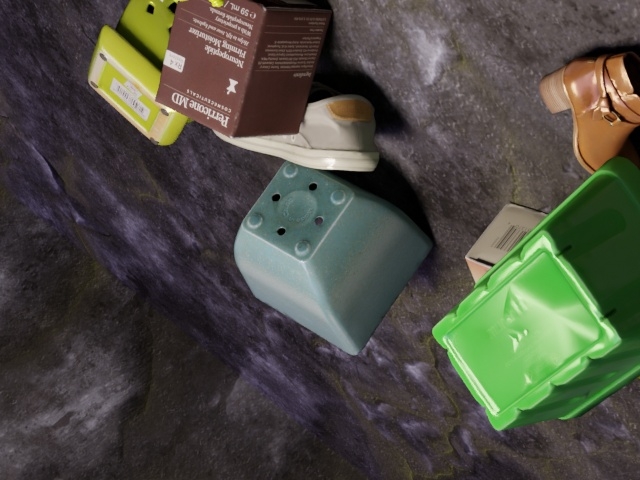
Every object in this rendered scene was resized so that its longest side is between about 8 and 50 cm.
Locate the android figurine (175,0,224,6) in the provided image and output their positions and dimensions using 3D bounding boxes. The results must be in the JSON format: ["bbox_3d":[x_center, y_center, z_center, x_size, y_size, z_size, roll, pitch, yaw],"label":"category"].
[{"bbox_3d":[-0.203,-0.416,1.736,0.056,0.248,0.273,-25,120,24],"label":"android figurine"}]

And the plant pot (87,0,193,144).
[{"bbox_3d":[-0.257,-0.303,2.298,0.228,0.207,0.227,42,158,-3],"label":"plant pot"}]

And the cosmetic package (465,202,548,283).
[{"bbox_3d":[0.353,0.100,2.130,0.153,0.129,0.296,19,149,42],"label":"cosmetic package"}]

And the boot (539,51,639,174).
[{"bbox_3d":[0.378,-0.149,1.712,0.197,0.073,0.152,45,152,-20],"label":"boot"}]

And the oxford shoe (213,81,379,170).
[{"bbox_3d":[-0.041,-0.200,2.254,0.449,0.169,0.130,18,108,59],"label":"oxford shoe"}]

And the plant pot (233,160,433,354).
[{"bbox_3d":[0.000,0.000,2.301,0.247,0.248,0.252,30,169,28],"label":"plant pot"}]

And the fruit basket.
[{"bbox_3d":[0.391,0.080,1.831,0.283,0.392,0.392,57,161,13],"label":"fruit basket"}]

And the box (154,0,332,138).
[{"bbox_3d":[-0.116,-0.277,2.050,0.168,0.167,0.203,27,111,31],"label":"box"}]
